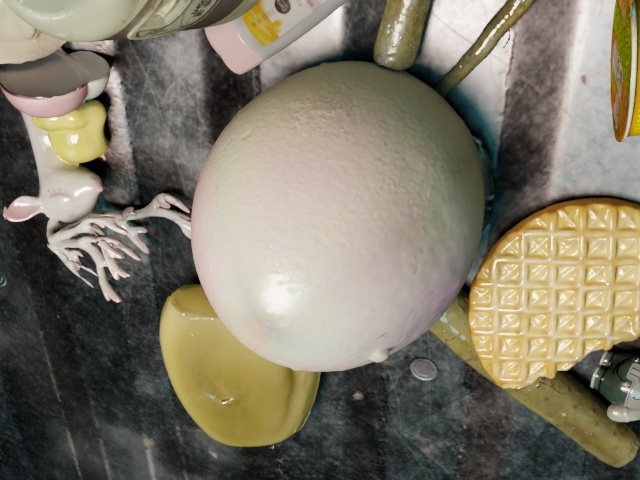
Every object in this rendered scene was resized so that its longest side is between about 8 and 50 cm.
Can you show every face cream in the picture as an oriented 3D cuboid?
[{"bbox_3d":[-0.050,-0.279,0.936,0.198,0.057,0.084,-26,108,33],"label":"face cream"}]

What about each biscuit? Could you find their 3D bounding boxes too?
[{"bbox_3d":[0.314,0.056,0.977,0.309,0.040,0.204,-32,99,20],"label":"biscuit"}]

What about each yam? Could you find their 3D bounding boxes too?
[{"bbox_3d":[0.197,-0.234,0.885,0.029,0.027,0.234,16,134,-27],"label":"yam"},{"bbox_3d":[0.099,-0.264,0.889,0.054,0.054,0.132,20,126,10],"label":"yam"},{"bbox_3d":[0.286,0.187,1.092,0.372,0.083,0.083,39,128,-4],"label":"yam"}]

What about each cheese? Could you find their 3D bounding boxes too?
[{"bbox_3d":[-0.125,0.214,1.251,0.260,0.128,0.315,8,126,16],"label":"cheese"}]

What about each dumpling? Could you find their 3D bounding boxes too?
[{"bbox_3d":[-0.376,-0.333,1.006,0.151,0.124,0.228,11,110,-32],"label":"dumpling"}]

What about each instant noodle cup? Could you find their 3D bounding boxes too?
[{"bbox_3d":[0.392,-0.183,0.766,0.185,0.168,0.168,-1,121,13],"label":"instant noodle cup"}]

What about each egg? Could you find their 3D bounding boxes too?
[{"bbox_3d":[0.000,0.000,0.917,0.355,0.340,0.354,13,127,18],"label":"egg"}]

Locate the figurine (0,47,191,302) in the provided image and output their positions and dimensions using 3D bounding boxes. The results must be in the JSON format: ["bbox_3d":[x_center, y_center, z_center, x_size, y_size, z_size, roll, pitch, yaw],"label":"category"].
[{"bbox_3d":[-0.330,-0.087,1.099,0.284,0.206,0.315,19,132,24],"label":"figurine"}]

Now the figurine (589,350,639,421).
[{"bbox_3d":[0.454,0.205,1.009,0.192,0.147,0.126,26,149,28],"label":"figurine"}]

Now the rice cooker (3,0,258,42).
[{"bbox_3d":[-0.194,-0.349,0.814,0.288,0.277,0.288,11,112,29],"label":"rice cooker"}]
